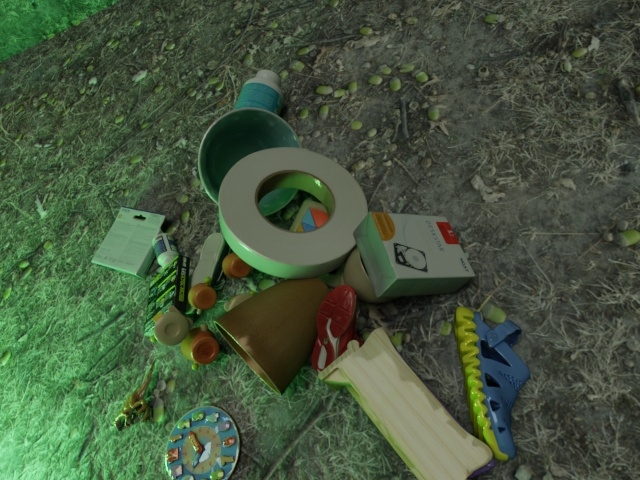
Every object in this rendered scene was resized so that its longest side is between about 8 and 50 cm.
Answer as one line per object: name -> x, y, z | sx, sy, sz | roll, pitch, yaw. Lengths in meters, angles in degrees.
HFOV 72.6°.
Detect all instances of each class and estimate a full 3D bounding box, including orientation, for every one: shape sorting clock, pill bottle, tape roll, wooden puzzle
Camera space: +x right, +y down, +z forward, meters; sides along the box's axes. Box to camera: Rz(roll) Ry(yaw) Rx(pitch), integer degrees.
shape sorting clock -> -0.298, 0.523, 1.092 | 0.206, 0.040, 0.206 | -9, 63, 18
pill bottle -> -0.491, 0.040, 1.390 | 0.067, 0.067, 0.120 | -33, 58, 4
tape roll -> -0.069, -0.085, 1.136 | 0.392, 0.072, 0.392 | 5, 56, -8
pill bottle -> -0.209, -0.441, 1.465 | 0.146, 0.146, 0.264 | 5, 68, 24
wooden puzzle -> 0.000, 0.000, 1.225 | 0.239, 0.044, 0.220 | 18, 73, 28

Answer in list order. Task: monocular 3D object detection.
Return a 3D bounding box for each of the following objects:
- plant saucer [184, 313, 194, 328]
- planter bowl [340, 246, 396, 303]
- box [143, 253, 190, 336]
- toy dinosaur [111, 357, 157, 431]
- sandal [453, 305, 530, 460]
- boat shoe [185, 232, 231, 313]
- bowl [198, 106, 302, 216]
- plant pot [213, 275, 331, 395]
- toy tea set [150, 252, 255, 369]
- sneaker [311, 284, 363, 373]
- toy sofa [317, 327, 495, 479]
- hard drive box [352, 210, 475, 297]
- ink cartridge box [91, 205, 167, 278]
plant saucer -> -0.434, 0.234, 1.300 | 0.119, 0.021, 0.119 | -9, 63, 18
planter bowl -> 0.119, 0.090, 1.080 | 0.109, 0.162, 0.162 | -38, 52, 36
box -> -0.448, 0.163, 1.272 | 0.191, 0.045, 0.184 | -37, 43, 34
toy dinosaur -> -0.507, 0.440, 1.204 | 0.112, 0.064, 0.211 | 29, 78, 32
sandal -> 0.359, 0.272, 0.885 | 0.138, 0.126, 0.317 | -4, 52, 10
boat shoe -> -0.333, 0.103, 1.290 | 0.095, 0.079, 0.254 | 2, 64, 25
bowl -> -0.221, -0.229, 1.306 | 0.311, 0.311, 0.163 | -53, 26, -9
plant pot -> -0.087, 0.203, 1.074 | 0.254, 0.237, 0.237 | -41, 56, -20
toy tea set -> -0.294, 0.185, 1.198 | 0.336, 0.200, 0.124 | -45, 20, -21
sneaker -> 0.055, 0.206, 1.041 | 0.087, 0.128, 0.221 | 27, 104, 32
toy sofa -> 0.175, 0.373, 0.911 | 0.177, 0.150, 0.362 | -40, 58, -6
hard drive box -> 0.216, 0.032, 1.019 | 0.089, 0.232, 0.181 | -54, 45, 45
ink cartridge box -> -0.639, 0.002, 1.481 | 0.223, 0.045, 0.223 | 12, 69, 26
